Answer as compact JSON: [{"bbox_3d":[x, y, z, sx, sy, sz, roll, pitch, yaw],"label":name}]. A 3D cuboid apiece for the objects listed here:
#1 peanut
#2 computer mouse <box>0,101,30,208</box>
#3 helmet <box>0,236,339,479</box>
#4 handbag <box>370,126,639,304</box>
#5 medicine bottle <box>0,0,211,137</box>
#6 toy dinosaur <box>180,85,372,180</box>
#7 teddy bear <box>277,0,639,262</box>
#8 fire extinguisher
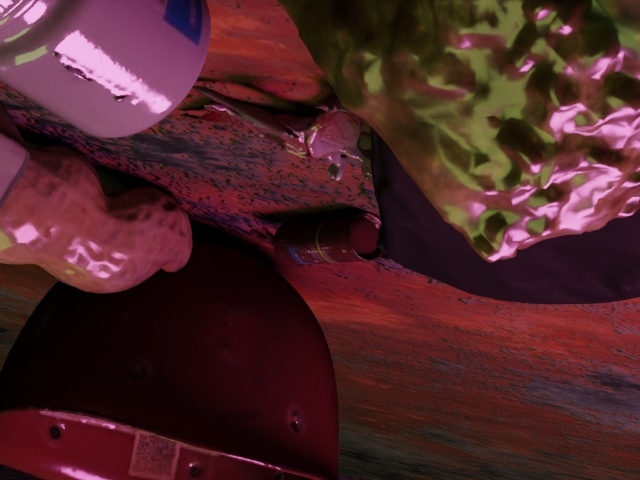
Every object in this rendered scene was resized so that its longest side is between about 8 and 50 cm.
[{"bbox_3d":[-0.197,-0.017,1.317,0.228,0.104,0.085,23,166,-36],"label":"peanut"},{"bbox_3d":[-0.386,-0.095,1.093,0.429,0.145,0.228,3,171,13],"label":"computer mouse"},{"bbox_3d":[-0.121,0.110,1.481,0.337,0.230,0.385,17,158,-12],"label":"helmet"},{"bbox_3d":[0.126,-0.030,0.970,0.191,0.075,0.332,6,164,5],"label":"handbag"},{"bbox_3d":[-0.137,-0.126,0.825,0.105,0.105,0.168,6,164,33],"label":"medicine bottle"},{"bbox_3d":[-0.015,-0.070,1.072,0.220,0.032,0.108,4,165,46],"label":"toy dinosaur"},{"bbox_3d":[0.074,-0.131,0.542,0.246,0.222,0.296,16,-149,-31],"label":"teddy bear"},{"bbox_3d":[0.000,0.000,1.323,0.056,0.039,0.132,33,159,-29],"label":"fire extinguisher"}]
